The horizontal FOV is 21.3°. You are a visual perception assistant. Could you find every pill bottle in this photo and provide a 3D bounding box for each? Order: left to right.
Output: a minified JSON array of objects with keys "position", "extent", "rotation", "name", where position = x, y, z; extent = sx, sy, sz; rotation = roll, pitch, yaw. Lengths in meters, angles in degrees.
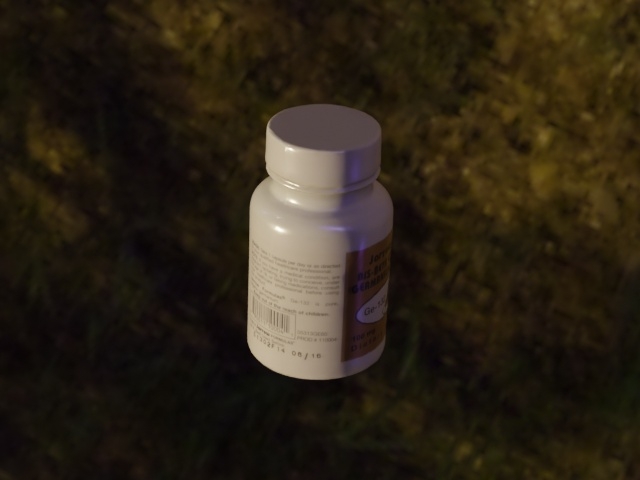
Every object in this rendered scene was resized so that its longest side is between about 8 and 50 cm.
[{"position":[0.000,0.000,1.552],"extent":[0.131,0.131,0.229],"rotation":[15,121,22],"name":"pill bottle"}]
